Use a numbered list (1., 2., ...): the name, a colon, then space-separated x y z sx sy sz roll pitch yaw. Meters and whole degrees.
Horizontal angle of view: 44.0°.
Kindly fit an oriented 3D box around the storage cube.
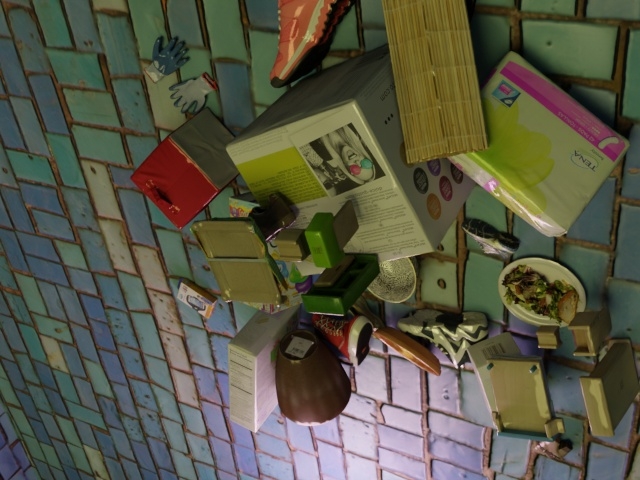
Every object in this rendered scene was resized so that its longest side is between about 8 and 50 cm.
1. storage cube: -0.317 -0.179 1.975 0.183 0.215 0.193 47 129 -7

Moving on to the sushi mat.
1. sushi mat: 0.208 -0.305 1.443 0.152 0.019 0.316 -9 85 6

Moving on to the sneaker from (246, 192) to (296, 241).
1. sneaker: -0.121 -0.031 1.600 0.188 0.066 0.071 -34 85 41

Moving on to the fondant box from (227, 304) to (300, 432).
1. fondant box: -0.159 0.350 2.263 0.096 0.238 0.330 23 133 19

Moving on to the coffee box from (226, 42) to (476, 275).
1. coffee box: 0.084 -0.169 1.625 0.338 0.337 0.334 -13 116 39

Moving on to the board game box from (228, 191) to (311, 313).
1. board game box: -0.122 0.020 1.974 0.144 0.142 0.275 14 113 45

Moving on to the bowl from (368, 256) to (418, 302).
1. bowl: 0.177 0.058 1.919 0.170 0.080 0.170 20 126 31

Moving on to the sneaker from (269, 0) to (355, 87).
1. sneaker: -0.038 -0.461 1.660 0.136 0.116 0.314 45 129 10

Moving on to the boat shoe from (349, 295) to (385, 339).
1. boat shoe: 0.119 0.210 2.106 0.056 0.048 0.153 -18 112 41

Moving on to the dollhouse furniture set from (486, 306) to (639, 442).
1. dollhouse furniture set: 0.524 0.282 1.798 0.303 0.198 0.286 -6 106 40

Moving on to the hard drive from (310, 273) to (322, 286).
1. hard drive: 0.000 0.000 1.973 0.318 0.040 0.210 -45 69 46

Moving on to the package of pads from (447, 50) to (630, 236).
1. package of pads: 0.397 -0.174 1.495 0.296 0.229 0.101 38 172 2

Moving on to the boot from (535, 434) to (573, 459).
1. boot: 0.589 0.522 2.050 0.118 0.042 0.087 45 137 -5

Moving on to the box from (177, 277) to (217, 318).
1. box: -0.384 0.173 2.421 0.136 0.028 0.081 31 135 7

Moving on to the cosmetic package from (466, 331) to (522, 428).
1. cosmetic package: 0.446 0.344 1.928 0.117 0.085 0.231 -21 124 3

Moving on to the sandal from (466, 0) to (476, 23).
1. sandal: 0.259 -0.493 1.459 0.097 0.054 0.254 18 131 21

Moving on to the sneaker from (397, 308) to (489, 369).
1. sneaker: 0.312 0.257 1.984 0.235 0.094 0.153 -4 113 24

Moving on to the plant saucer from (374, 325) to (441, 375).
1. plant saucer: 0.230 0.279 2.037 0.200 0.037 0.200 33 172 5

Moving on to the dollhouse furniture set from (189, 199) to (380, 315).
1. dollhouse furniture set: -0.068 0.014 1.525 0.302 0.151 0.197 2 123 32

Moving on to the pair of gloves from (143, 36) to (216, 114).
1. pair of gloves: -0.349 -0.405 1.950 0.159 0.023 0.198 -27 107 41

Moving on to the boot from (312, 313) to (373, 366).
1. boot: 0.047 0.233 2.105 0.176 0.088 0.244 35 157 16

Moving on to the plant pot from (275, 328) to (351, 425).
1. plant pot: -0.037 0.355 2.174 0.215 0.215 0.230 13 141 25

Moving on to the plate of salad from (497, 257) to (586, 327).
1. plate of salad: 0.497 0.126 1.795 0.200 0.048 0.199 18 132 21

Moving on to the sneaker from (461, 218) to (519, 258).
1. sneaker: 0.373 0.003 1.778 0.135 0.052 0.058 28 139 12
